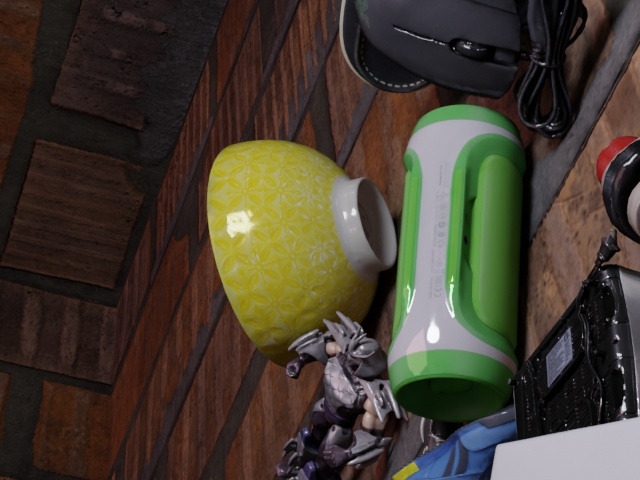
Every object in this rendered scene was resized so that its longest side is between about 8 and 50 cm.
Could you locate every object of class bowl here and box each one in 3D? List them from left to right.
[{"bbox_3d":[0.000,0.000,1.999,0.156,0.289,0.289,-16,48,22],"label":"bowl"}]

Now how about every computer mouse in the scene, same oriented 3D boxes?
[{"bbox_3d":[0.124,-0.211,1.594,0.272,0.072,0.188,27,131,35],"label":"computer mouse"}]

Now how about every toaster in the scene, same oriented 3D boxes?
[{"bbox_3d":[0.222,0.122,1.197,0.185,0.110,0.168,119,159,-45],"label":"toaster"}]

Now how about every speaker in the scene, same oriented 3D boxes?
[{"bbox_3d":[0.134,0.020,1.597,0.131,0.131,0.296,127,153,-57],"label":"speaker"}]

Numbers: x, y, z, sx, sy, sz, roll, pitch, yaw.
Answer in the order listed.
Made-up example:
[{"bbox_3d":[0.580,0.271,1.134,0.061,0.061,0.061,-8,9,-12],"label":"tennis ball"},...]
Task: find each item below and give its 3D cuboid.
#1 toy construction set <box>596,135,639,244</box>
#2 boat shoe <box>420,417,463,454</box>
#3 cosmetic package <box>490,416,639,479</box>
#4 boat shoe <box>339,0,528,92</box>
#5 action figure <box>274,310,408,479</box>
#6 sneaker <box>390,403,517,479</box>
[{"bbox_3d":[0.315,-0.049,0.919,0.237,0.257,0.309,-55,-5,8],"label":"toy construction set"},{"bbox_3d":[0.119,0.212,1.626,0.038,0.046,0.125,-148,70,-75],"label":"boat shoe"},{"bbox_3d":[0.226,0.188,0.888,0.224,0.225,0.138,148,134,-69],"label":"cosmetic package"},{"bbox_3d":[0.148,-0.278,1.722,0.500,0.187,0.156,-43,26,56],"label":"boat shoe"},{"bbox_3d":[0.016,0.207,1.899,0.185,0.099,0.285,-108,28,-43],"label":"action figure"},{"bbox_3d":[0.145,0.213,1.524,0.209,0.069,0.082,-45,66,48],"label":"sneaker"}]
